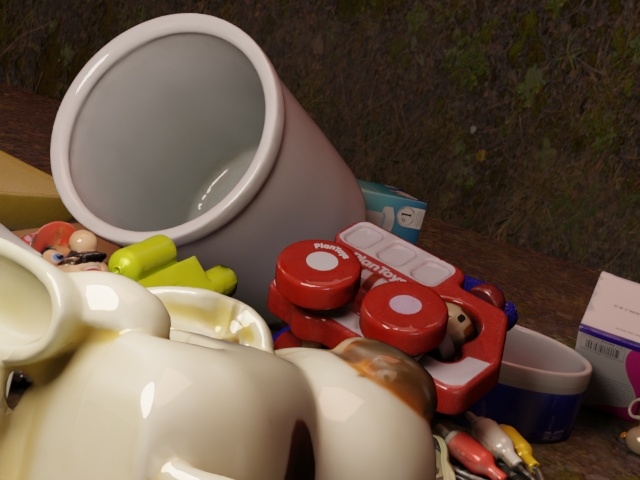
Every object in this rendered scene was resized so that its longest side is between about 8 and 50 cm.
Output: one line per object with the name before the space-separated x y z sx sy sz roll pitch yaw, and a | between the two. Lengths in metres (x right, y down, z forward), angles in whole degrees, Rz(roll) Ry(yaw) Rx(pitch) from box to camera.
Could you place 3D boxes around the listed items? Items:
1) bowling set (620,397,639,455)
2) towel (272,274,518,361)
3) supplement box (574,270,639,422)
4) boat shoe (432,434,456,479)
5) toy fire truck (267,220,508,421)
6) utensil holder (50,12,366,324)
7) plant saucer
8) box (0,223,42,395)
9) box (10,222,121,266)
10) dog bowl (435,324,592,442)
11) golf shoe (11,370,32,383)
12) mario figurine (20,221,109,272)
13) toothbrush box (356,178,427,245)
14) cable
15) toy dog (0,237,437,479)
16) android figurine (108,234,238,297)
bowling set | 0.594 0.284 1.952 0.287 0.154 0.200 19 -8 27
towel | 0.084 0.118 1.807 0.308 0.076 0.228 -30 39 -35
supplement box | 0.446 0.162 2.049 0.111 0.114 0.220 19 -33 16
boat shoe | 0.116 0.254 1.546 0.049 0.056 0.152 19 10 -12
toy fire truck | 0.093 0.087 1.644 0.302 0.169 0.254 27 40 30
utensil holder | -0.136 -0.082 1.913 0.327 0.327 0.385 21 -11 29
plant saucer | -0.597 -0.090 2.249 0.333 0.081 0.333 24 14 40
box | -0.396 0.067 1.435 0.119 0.181 0.182 8 12 -37
box | -0.397 0.017 2.053 0.164 0.021 0.201 24 22 39
dog bowl | 0.245 0.188 1.948 0.265 0.104 0.265 15 11 -3
golf shoe | -0.297 0.119 1.527 0.186 0.086 0.067 2 2 -2
mario figurine | -0.260 0.063 1.664 0.320 0.170 0.198 31 -17 32
toothbrush box | 0.000 0.000 2.275 0.295 0.216 0.126 9 12 -26
cable | 0.240 0.279 1.554 0.139 0.072 0.287 0 18 -39
toy dog | -0.072 0.160 1.079 0.395 0.284 0.408 -4 -13 38
android figurine | -0.156 0.115 1.520 0.248 0.056 0.273 61 31 3
